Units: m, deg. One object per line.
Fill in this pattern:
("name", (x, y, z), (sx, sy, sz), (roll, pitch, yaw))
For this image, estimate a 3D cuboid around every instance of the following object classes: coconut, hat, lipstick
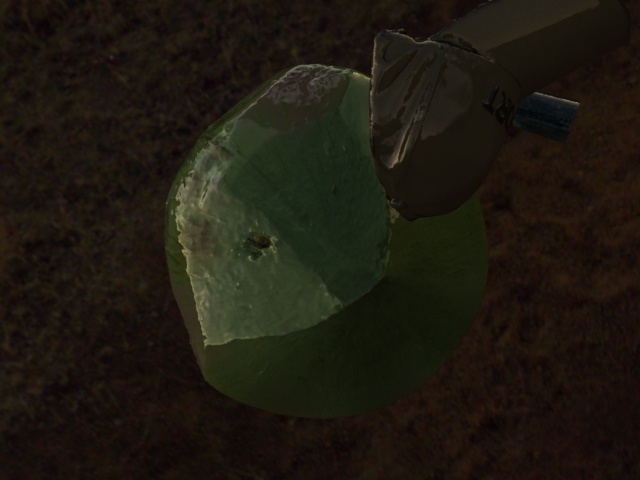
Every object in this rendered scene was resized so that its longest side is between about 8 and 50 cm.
("coconut", (0.000, 0.000, 0.794), (0.328, 0.281, 0.328), (-57, 20, 34))
("hat", (0.111, -0.083, 0.541), (0.175, 0.147, 0.084), (-23, 69, 12))
("lipstick", (0.191, -0.174, 1.075), (0.234, 0.053, 0.053), (17, 63, 11))
